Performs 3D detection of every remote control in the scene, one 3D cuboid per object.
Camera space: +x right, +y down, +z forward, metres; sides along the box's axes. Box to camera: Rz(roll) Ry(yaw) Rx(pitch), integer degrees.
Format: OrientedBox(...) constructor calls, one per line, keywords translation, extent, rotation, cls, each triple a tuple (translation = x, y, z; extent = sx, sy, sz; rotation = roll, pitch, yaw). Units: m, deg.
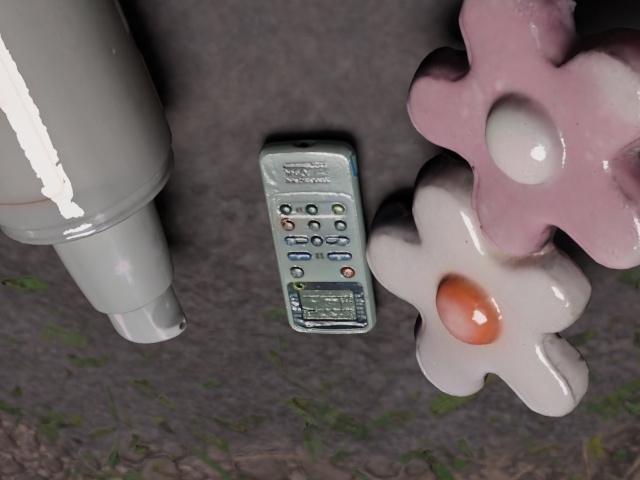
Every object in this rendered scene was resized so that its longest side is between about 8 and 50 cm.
OrientedBox(translation=(0.000, 0.000, 0.672), extent=(0.053, 0.018, 0.124), rotation=(0, 127, 11), cls="remote control")

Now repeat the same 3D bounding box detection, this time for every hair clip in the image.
OrientedBox(translation=(0.090, -0.012, 0.578), extent=(0.075, 0.146, 0.257), rotation=(-30, 154, -21), cls="hair clip")

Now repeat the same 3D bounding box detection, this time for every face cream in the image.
OrientedBox(translation=(-0.124, -0.052, 0.601), extent=(0.101, 0.101, 0.252), rotation=(-8, 125, 15), cls="face cream")
